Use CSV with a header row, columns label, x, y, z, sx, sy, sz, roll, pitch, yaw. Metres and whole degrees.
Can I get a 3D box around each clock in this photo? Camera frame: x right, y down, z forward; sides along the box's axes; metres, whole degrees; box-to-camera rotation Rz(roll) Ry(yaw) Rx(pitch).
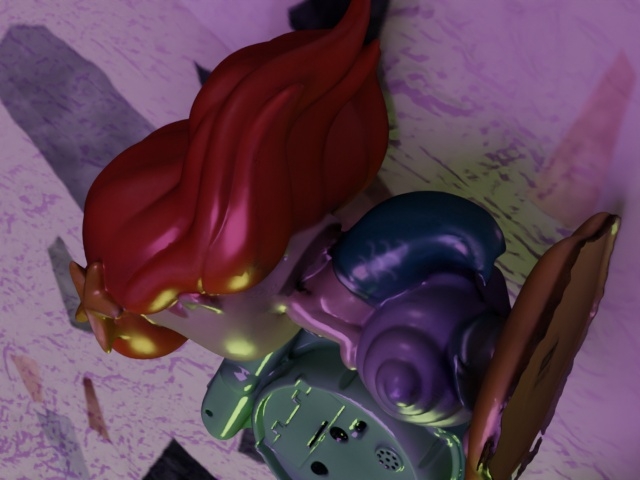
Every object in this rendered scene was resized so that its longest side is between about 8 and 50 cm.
label,x,y,z,sx,sy,sz,roll,pitch,yaw
clock,0.023,0.116,0.788,0.188,0.060,0.148,36,137,8

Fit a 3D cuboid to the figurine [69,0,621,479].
label,x,y,z,sx,sy,sz,roll,pitch,yaw
figurine,0.003,0.000,0.638,0.257,0.181,0.208,22,153,18
